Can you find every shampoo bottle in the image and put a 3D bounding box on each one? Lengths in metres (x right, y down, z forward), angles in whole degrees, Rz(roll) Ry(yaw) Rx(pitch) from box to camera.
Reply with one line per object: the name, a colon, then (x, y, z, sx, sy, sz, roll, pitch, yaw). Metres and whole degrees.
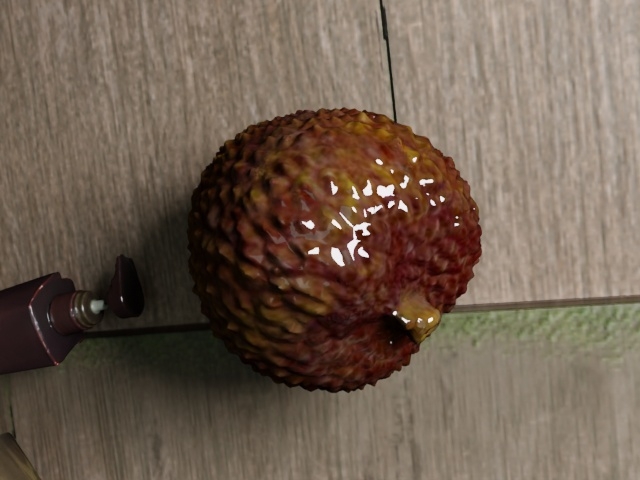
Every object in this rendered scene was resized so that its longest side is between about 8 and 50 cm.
shampoo bottle: (-0.254, 0.070, 0.587, 0.236, 0.067, 0.068, -14, 103, 15)

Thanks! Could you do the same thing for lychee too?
lychee: (0.005, 0.004, 0.455, 0.194, 0.194, 0.194, 2, 97, 14)

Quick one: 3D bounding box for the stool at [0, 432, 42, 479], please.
stool: (-0.254, 0.309, 0.554, 0.179, 0.179, 0.264, -37, 86, 16)
